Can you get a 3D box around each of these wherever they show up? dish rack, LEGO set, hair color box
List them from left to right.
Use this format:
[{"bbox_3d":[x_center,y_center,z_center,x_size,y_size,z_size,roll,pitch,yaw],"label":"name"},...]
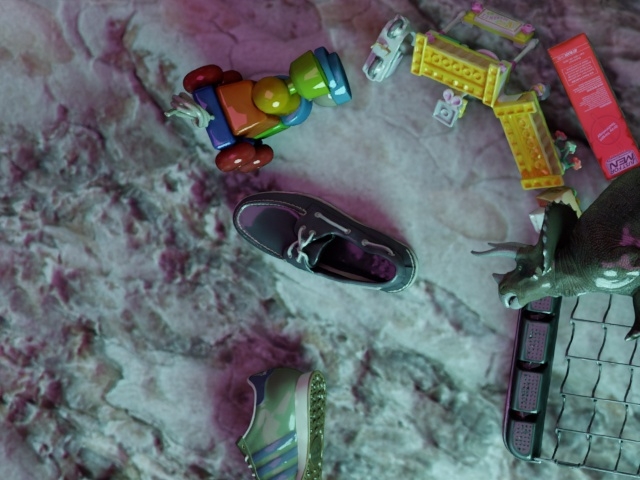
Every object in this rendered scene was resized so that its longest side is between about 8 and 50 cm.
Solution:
[{"bbox_3d":[0.187,-0.140,1.896,0.287,0.107,0.132,41,136,4],"label":"LEGO set"},{"bbox_3d":[0.272,-0.130,1.869,0.043,0.072,0.141,-25,86,11],"label":"hair color box"},{"bbox_3d":[0.319,0.139,1.875,0.271,0.074,0.208,9,96,12],"label":"dish rack"}]

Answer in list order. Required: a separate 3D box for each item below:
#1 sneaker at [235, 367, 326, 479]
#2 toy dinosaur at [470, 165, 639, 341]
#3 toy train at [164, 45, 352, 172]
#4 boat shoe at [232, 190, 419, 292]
[{"bbox_3d":[-0.046,0.225,1.980,0.086,0.064,0.192,6,94,21],"label":"sneaker"},{"bbox_3d":[0.317,-0.011,1.800,0.313,0.121,0.160,-30,78,-5],"label":"toy dinosaur"},{"bbox_3d":[-0.055,-0.141,1.865,0.143,0.248,0.105,-24,87,10],"label":"toy train"},{"bbox_3d":[0.000,0.000,1.949,0.206,0.065,0.075,21,98,12],"label":"boat shoe"}]
